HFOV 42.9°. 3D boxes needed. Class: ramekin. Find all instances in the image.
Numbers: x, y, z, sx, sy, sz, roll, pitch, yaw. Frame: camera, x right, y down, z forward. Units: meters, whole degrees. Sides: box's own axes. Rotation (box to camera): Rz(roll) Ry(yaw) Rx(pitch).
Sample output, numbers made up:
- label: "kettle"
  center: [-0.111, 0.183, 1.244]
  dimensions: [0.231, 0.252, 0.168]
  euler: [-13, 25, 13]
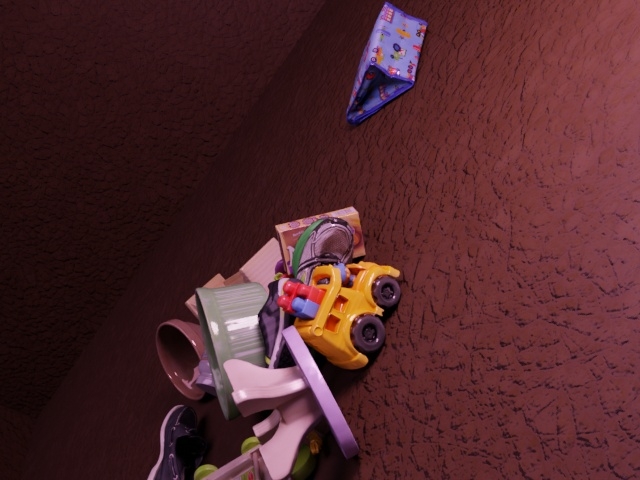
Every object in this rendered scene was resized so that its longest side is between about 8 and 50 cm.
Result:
- label: "ramekin"
  center: [-0.175, 0.238, 1.835]
  dimensions: [0.303, 0.148, 0.303]
  euler: [167, 90, -77]

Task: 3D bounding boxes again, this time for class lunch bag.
- label: "lunch bag"
  center: [0.150, -0.466, 2.249]
  dimensions: [0.293, 0.138, 0.220]
  euler: [-42, 29, 58]

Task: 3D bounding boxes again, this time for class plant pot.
- label: "plant pot"
  center: [-0.349, 0.317, 2.276]
  dimensions: [0.110, 0.237, 0.237]
  euler: [-25, -3, -39]

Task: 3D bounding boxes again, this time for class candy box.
- label: "candy box"
  center: [0.000, 0.000, 1.850]
  dimensions: [0.053, 0.187, 0.109]
  euler: [-128, 25, -66]

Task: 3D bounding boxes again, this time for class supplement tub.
- label: "supplement tub"
  center: [-0.220, 0.290, 2.049]
  dimensions: [0.144, 0.144, 0.199]
  euler: [-20, 45, 58]

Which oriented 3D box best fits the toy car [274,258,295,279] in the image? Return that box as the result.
- label: "toy car"
  center: [-0.047, 0.096, 1.927]
  dimensions: [0.159, 0.136, 0.182]
  euler: [-44, 26, 35]

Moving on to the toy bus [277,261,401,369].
- label: "toy bus"
  center: [0.028, 0.120, 1.638]
  dimensions: [0.149, 0.212, 0.220]
  euler: [-16, 46, 62]

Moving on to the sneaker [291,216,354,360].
- label: "sneaker"
  center: [0.001, 0.114, 1.764]
  dimensions: [0.146, 0.134, 0.343]
  euler: [-125, 47, -68]

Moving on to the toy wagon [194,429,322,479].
- label: "toy wagon"
  center: [-0.134, 0.498, 1.606]
  dimensions: [0.345, 0.068, 0.267]
  euler: [-31, 23, 4]

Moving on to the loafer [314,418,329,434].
- label: "loafer"
  center: [-0.009, 0.333, 1.660]
  dimensions: [0.056, 0.050, 0.148]
  euler: [-55, 22, 12]

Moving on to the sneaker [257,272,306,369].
- label: "sneaker"
  center: [-0.086, 0.186, 1.690]
  dimensions: [0.097, 0.084, 0.234]
  euler: [3, 78, 38]

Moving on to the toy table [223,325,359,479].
- label: "toy table"
  center: [-0.061, 0.305, 1.509]
  dimensions: [0.161, 0.252, 0.274]
  euler: [-26, 47, -7]

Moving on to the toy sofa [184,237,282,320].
- label: "toy sofa"
  center: [-0.197, 0.149, 2.217]
  dimensions: [0.150, 0.177, 0.363]
  euler: [-45, 9, -38]

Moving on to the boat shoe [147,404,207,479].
- label: "boat shoe"
  center: [-0.342, 0.535, 2.057]
  dimensions: [0.113, 0.127, 0.340]
  euler: [-22, 22, 17]
